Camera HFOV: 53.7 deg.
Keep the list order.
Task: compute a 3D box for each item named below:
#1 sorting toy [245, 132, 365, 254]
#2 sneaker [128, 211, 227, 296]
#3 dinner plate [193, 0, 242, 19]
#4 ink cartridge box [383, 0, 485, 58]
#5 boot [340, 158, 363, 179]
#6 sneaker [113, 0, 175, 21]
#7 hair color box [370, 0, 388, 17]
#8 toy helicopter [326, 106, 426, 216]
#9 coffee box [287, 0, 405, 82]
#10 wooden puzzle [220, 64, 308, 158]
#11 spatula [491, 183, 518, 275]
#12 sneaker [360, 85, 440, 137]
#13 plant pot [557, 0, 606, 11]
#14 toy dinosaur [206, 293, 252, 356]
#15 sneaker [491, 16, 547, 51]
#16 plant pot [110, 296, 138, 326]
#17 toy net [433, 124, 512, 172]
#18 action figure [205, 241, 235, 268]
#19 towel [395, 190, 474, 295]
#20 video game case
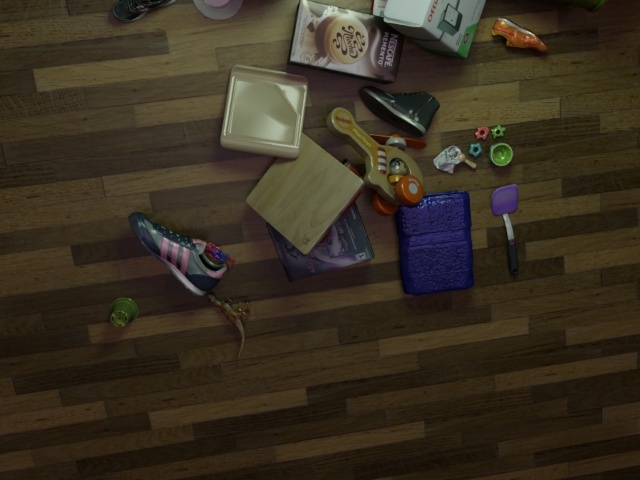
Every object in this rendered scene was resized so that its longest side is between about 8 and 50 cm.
[{"bbox_3d":[-0.036,-0.130,1.793,0.255,0.089,0.257,41,98,22],"label":"sorting toy"},{"bbox_3d":[-0.406,0.014,1.824,0.131,0.112,0.319,-38,113,9],"label":"sneaker"},{"bbox_3d":[-0.281,-0.676,1.725,0.141,0.017,0.141,-2,103,-8],"label":"dinner plate"},{"bbox_3d":[0.311,-0.625,1.664,0.121,0.289,0.211,24,102,33],"label":"ink cartridge box"},{"bbox_3d":[0.054,-0.155,1.866,0.084,0.059,0.158,42,94,-19],"label":"boot"},{"bbox_3d":[-0.472,-0.641,1.679,0.178,0.077,0.072,-26,103,1],"label":"sneaker"},{"bbox_3d":[0.183,-0.690,1.760,0.072,0.043,0.141,5,101,-7],"label":"hair color box"},{"bbox_3d":[0.165,-0.255,1.799,0.355,0.140,0.235,41,57,-16],"label":"toy helicopter"},{"bbox_3d":[0.071,-0.543,1.742,0.297,0.119,0.168,9,101,-9],"label":"coffee box"},{"bbox_3d":[-0.156,-0.358,1.773,0.221,0.044,0.238,8,86,-4],"label":"wooden puzzle"},{"bbox_3d":[0.587,-0.027,1.969,0.084,0.030,0.296,-13,105,-3],"label":"spatula"},{"bbox_3d":[0.230,-0.401,1.827,0.222,0.083,0.118,33,75,-3],"label":"sneaker"},{"bbox_3d":[0.579,-0.808,1.648,0.353,0.366,0.366,8,102,4],"label":"plant pot"},{"bbox_3d":[-0.260,0.235,1.926,0.112,0.064,0.211,-34,96,20],"label":"toy dinosaur"},{"bbox_3d":[0.576,-0.585,1.831,0.175,0.064,0.067,24,119,-6],"label":"sneaker"},{"bbox_3d":[-0.586,0.219,1.866,0.083,0.079,0.083,-2,103,-7],"label":"plant pot"},{"bbox_3d":[0.453,-0.269,1.889,0.232,0.045,0.122,-12,104,-4],"label":"toy net"},{"bbox_3d":[-0.308,0.039,1.883,0.115,0.030,0.038,37,101,-11],"label":"action figure"},{"bbox_3d":[0.349,0.008,1.933,0.228,0.076,0.308,-7,104,2],"label":"towel"},{"bbox_3d":[0.000,0.000,1.871,0.274,0.026,0.196,-17,105,14],"label":"video game case"}]
